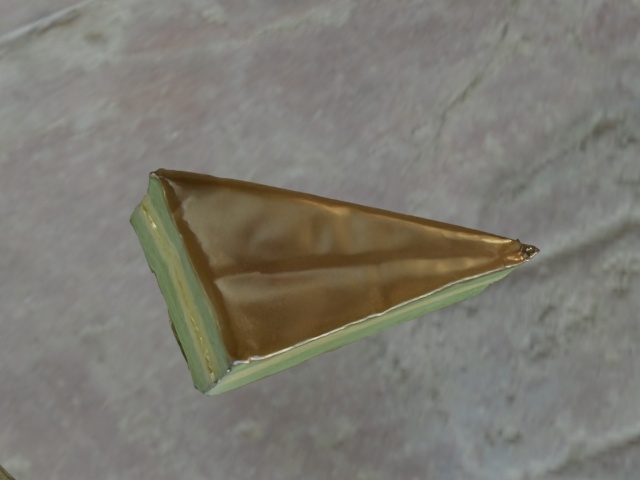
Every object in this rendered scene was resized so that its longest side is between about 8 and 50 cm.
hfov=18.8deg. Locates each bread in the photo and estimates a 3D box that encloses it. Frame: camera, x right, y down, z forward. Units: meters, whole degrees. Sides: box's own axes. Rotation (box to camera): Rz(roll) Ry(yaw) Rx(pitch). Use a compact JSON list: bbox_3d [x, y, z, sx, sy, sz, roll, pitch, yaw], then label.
[{"bbox_3d":[0.005,-0.001,0.783,0.139,0.074,0.084,-19,79,-17],"label":"bread"}]

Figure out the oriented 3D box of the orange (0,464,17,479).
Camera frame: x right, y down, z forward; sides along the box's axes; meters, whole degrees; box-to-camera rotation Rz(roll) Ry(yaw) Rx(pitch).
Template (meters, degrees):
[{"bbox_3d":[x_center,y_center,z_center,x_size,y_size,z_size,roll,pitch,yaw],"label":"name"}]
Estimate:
[{"bbox_3d":[-0.118,0.151,0.311,0.210,0.271,0.369,-11,85,-21],"label":"orange"}]
